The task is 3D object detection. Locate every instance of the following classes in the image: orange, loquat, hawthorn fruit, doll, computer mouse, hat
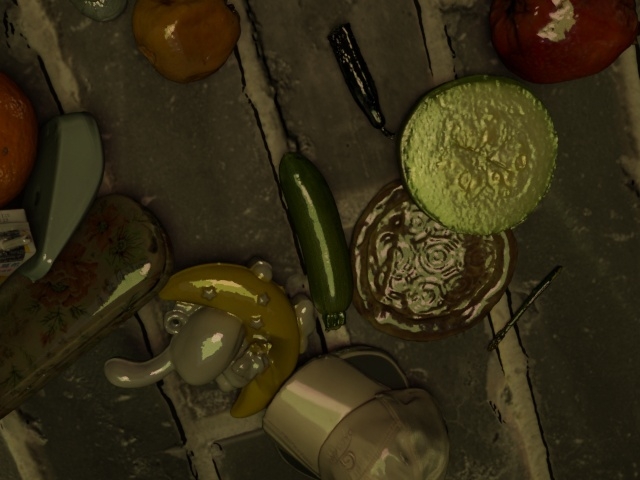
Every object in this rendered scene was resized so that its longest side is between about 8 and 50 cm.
[{"bbox_3d":[-0.461,-0.123,0.971,0.224,0.170,0.224,-3,75,12],"label":"orange"},{"bbox_3d":[-0.166,-0.266,0.998,0.137,0.113,0.137,1,84,-13],"label":"loquat"},{"bbox_3d":[0.303,-0.284,1.002,0.179,0.173,0.173,-25,106,-23],"label":"hawthorn fruit"},{"bbox_3d":[-0.138,0.135,1.104,0.237,0.111,0.252,31,99,-25],"label":"doll"},{"bbox_3d":[-0.330,-0.056,1.015,0.079,0.128,0.231,17,80,-34],"label":"computer mouse"},{"bbox_3d":[0.055,0.281,1.128,0.275,0.161,0.232,34,96,-7],"label":"hat"}]

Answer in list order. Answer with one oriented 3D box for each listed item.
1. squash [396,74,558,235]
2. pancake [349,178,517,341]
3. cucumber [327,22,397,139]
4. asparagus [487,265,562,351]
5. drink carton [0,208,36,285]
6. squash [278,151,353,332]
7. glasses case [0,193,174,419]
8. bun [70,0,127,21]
[{"bbox_3d":[0.212,-0.114,1.072,0.219,0.041,0.219,-1,97,-9],"label":"squash"},{"bbox_3d":[0.160,0.026,1.128,0.250,0.031,0.250,-1,100,-4],"label":"pancake"},{"bbox_3d":[0.057,-0.210,1.062,0.039,0.043,0.163,-38,112,-37],"label":"cucumber"},{"bbox_3d":[0.299,0.100,1.165,0.016,0.013,0.166,39,99,-1],"label":"asparagus"},{"bbox_3d":[-0.397,0.009,0.955,0.200,0.084,0.074,-34,70,43],"label":"drink carton"},{"bbox_3d":[0.000,0.000,1.093,0.069,0.069,0.258,-15,101,1],"label":"squash"},{"bbox_3d":[-0.382,0.105,1.068,0.425,0.098,0.156,-38,64,6],"label":"glasses case"},{"bbox_3d":[-0.285,-0.320,1.009,0.083,0.045,0.083,0,109,0],"label":"bun"}]
